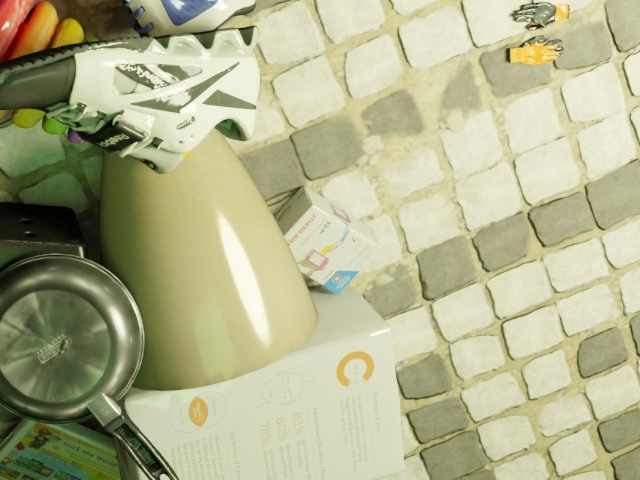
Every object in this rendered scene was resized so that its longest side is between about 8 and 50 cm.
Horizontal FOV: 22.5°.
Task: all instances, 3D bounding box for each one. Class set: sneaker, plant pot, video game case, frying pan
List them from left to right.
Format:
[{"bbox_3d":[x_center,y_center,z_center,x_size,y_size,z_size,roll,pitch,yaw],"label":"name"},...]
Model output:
[{"bbox_3d":[-0.358,0.054,1.905,0.187,0.188,0.167,4,112,-18],"label":"plant pot"},{"bbox_3d":[-0.336,0.327,2.152,0.227,0.026,0.206,28,124,-25],"label":"video game case"},{"bbox_3d":[-0.283,0.176,1.818,0.197,0.053,0.326,-14,97,0],"label":"frying pan"},{"bbox_3d":[-0.195,-0.136,1.646,0.330,0.122,0.146,-10,97,-34],"label":"sneaker"},{"bbox_3d":[-0.195,-0.285,1.746,0.316,0.127,0.182,1,121,-18],"label":"sneaker"},{"bbox_3d":[-0.158,-0.002,1.897,0.256,0.256,0.274,-16,110,-5],"label":"plant pot"}]

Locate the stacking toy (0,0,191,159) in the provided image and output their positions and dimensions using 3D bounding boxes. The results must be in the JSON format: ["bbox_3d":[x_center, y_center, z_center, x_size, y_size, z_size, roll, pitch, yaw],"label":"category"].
[{"bbox_3d":[-0.271,-0.168,1.741,0.302,0.166,0.175,28,102,-15],"label":"stacking toy"}]

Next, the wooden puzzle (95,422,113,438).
[{"bbox_3d":[-0.162,0.298,2.200,0.221,0.044,0.238,-25,126,2],"label":"wooden puzzle"}]

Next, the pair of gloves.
[{"bbox_3d":[0.267,-0.253,1.969,0.074,0.010,0.083,-5,123,-12],"label":"pair of gloves"}]

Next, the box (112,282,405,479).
[{"bbox_3d":[-0.087,0.212,2.040,0.345,0.168,0.215,-14,116,-15],"label":"box"}]

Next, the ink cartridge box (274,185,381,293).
[{"bbox_3d":[0.000,0.000,2.039,0.122,0.052,0.088,32,110,-29],"label":"ink cartridge box"}]
